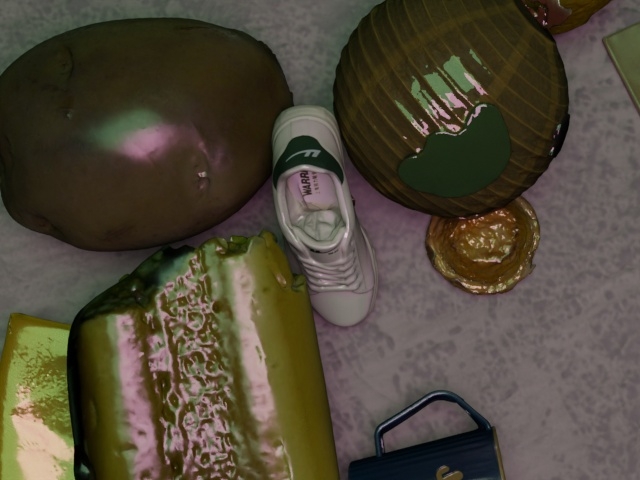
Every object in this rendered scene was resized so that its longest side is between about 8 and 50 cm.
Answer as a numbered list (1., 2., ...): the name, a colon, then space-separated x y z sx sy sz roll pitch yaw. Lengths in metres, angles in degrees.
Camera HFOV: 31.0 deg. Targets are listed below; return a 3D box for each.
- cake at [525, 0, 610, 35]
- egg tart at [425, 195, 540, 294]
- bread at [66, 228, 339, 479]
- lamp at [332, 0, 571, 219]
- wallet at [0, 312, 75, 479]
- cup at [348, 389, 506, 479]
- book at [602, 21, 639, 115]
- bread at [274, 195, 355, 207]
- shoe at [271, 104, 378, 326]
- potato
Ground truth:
1. cake: 0.216 -0.348 1.266 0.179 0.156 0.261 -28 72 15
2. egg tart: 0.176 -0.004 1.251 0.128 0.049 0.129 -1 77 5
3. bread: -0.113 0.196 1.146 0.251 0.208 0.377 -10 84 -2
4. lamp: 0.148 -0.163 1.175 0.250 0.250 0.284 49 116 12
5. wallet: -0.286 0.208 1.242 0.141 0.067 0.241 10 84 2
6. cup: 0.110 0.245 1.169 0.155 0.131 0.177 -12 74 6
7. book: 0.437 -0.192 1.285 0.192 0.013 0.168 -23 77 0
8. bread: -0.003 -0.032 1.254 0.085 0.085 0.053 -26 75 -1
9. shoe: 0.000 0.000 1.164 0.095 0.110 0.265 -11 121 7
10. potato: -0.188 -0.112 1.210 0.326 0.221 0.243 -4 44 1
